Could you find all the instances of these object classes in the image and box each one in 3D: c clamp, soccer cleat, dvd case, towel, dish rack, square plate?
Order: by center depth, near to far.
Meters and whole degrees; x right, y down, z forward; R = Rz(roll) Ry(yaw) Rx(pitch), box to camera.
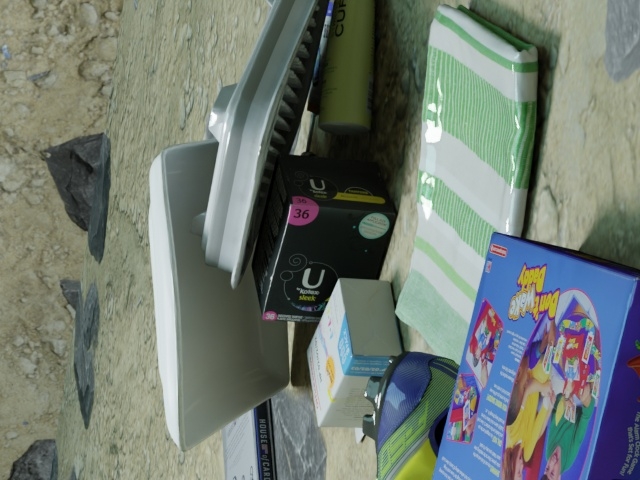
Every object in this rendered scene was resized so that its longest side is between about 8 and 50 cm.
[{"bbox_3d":[0.104,0.234,1.721,0.093,0.121,0.289,-44,-40,-47],"label":"soccer cleat"},{"bbox_3d":[0.136,-0.044,1.754,0.248,0.038,0.325,-132,47,-67],"label":"towel"},{"bbox_3d":[-0.068,-0.142,2.091,0.285,0.072,0.333,103,-174,-45],"label":"dish rack"},{"bbox_3d":[-0.123,0.044,2.216,0.347,0.049,0.344,-25,-68,-69],"label":"square plate"},{"bbox_3d":[-0.004,-0.073,2.274,0.161,0.022,0.137,-129,45,-68],"label":"c clamp"},{"bbox_3d":[-0.097,0.326,2.515,0.179,0.029,0.239,120,150,-58],"label":"dvd case"}]

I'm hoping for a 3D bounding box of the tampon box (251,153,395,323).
[{"bbox_3d":[0.000,0.000,2.066,0.101,0.120,0.161,-106,24,-51],"label":"tampon box"}]

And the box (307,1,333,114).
[{"bbox_3d":[0.011,-0.219,2.240,0.081,0.028,0.136,-147,63,-72],"label":"box"}]

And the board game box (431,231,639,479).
[{"bbox_3d":[0.181,0.128,1.371,0.347,0.078,0.233,-151,74,-78],"label":"board game box"}]

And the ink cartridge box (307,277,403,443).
[{"bbox_3d":[0.031,0.136,2.040,0.181,0.061,0.104,112,156,-50],"label":"ink cartridge box"}]

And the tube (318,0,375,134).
[{"bbox_3d":[0.035,-0.241,2.113,0.070,0.062,0.240,-1,79,34],"label":"tube"}]
